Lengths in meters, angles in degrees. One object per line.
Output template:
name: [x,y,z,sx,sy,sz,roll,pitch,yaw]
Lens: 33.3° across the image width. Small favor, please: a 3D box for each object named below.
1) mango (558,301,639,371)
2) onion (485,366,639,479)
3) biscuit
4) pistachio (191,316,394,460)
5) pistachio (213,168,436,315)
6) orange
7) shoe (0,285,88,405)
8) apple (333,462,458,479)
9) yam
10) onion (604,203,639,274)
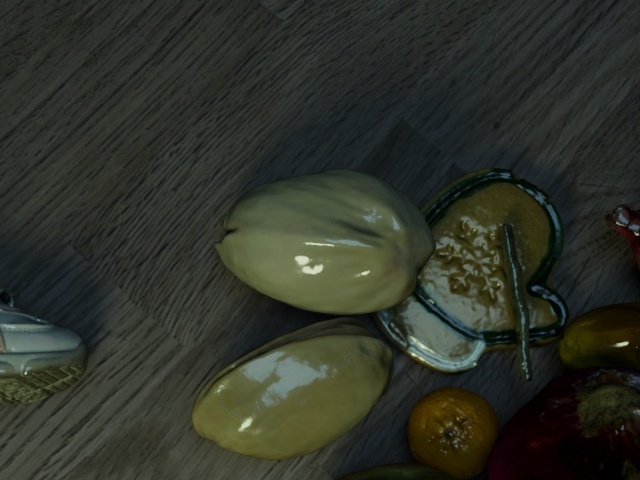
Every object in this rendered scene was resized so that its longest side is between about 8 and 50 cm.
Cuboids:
mango: [0.466,0.158,1.568,0.236,0.166,0.136,5,101,-10]
onion: [0.404,0.374,1.441,0.347,0.348,0.385,-19,116,-11]
biscuit: [0.250,0.058,1.625,0.287,0.057,0.344,41,75,6]
pistachio: [-0.038,0.208,1.494,0.293,0.182,0.162,-20,33,-8]
pistachio: [0.000,0.000,1.535,0.331,0.226,0.208,2,97,15]
orange: [0.191,0.275,1.527,0.135,0.117,0.136,2,80,-9]
shoe: [-0.498,0.118,1.472,0.350,0.172,0.198,0,71,-8]
apple: [0.099,0.427,1.409,0.264,0.264,0.264,2,74,-5]
yam: [0.292,0.091,1.581,0.027,0.029,0.234,-10,79,15]
onion: [0.529,0.004,1.629,0.218,0.140,0.195,15,69,-1]
